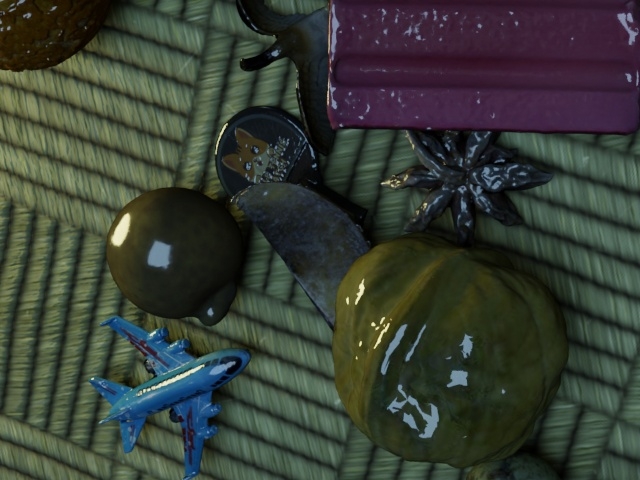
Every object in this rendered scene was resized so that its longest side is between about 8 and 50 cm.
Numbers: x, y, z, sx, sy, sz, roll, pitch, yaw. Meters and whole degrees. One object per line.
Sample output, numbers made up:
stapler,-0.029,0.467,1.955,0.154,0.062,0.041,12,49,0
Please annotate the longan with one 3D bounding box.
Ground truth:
longan,-0.188,0.025,1.788,0.185,0.159,0.204,-27,103,17

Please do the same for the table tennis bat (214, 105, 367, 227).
table tennis bat,-0.039,-0.085,1.780,0.236,0.027,0.150,32,112,14

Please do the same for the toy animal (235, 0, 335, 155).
toy animal,-0.032,-0.259,1.658,0.160,0.197,0.272,-34,83,21

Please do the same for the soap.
soap,0.187,-0.245,1.542,0.360,0.128,0.232,2,102,1

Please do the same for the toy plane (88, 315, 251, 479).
toy plane,-0.200,0.204,1.858,0.271,0.105,0.254,-25,92,23

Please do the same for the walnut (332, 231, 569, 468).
walnut,0.153,0.136,1.619,0.253,0.282,0.276,-2,118,-21

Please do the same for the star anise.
star anise,0.166,-0.093,1.661,0.231,0.089,0.209,25,102,2

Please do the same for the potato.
potato,-0.001,-0.003,1.736,0.120,0.100,0.261,-31,113,7

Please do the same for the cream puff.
cream puff,-0.420,-0.361,1.751,0.303,0.212,0.303,14,121,24

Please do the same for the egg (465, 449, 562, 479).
egg,0.250,0.356,1.694,0.141,0.141,0.181,-10,96,23
